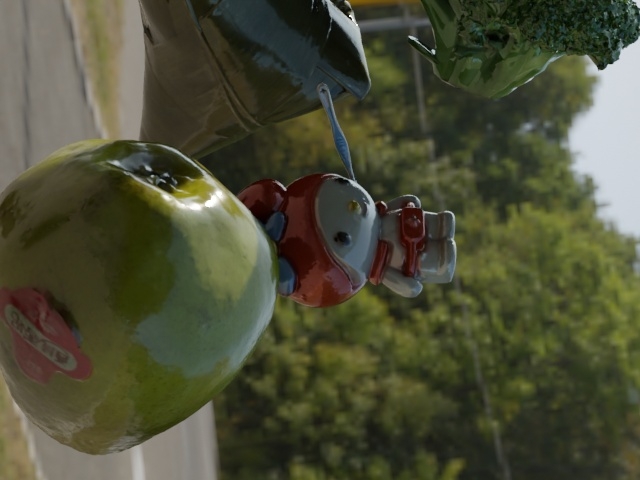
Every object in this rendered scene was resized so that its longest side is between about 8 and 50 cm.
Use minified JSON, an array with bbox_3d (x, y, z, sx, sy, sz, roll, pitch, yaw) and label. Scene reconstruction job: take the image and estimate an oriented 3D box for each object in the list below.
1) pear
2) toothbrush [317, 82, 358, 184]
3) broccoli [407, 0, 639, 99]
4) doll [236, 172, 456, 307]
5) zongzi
[{"bbox_3d":[-0.197,0.065,1.468,0.287,0.287,0.375,-101,-160,-47],"label":"pear"},{"bbox_3d":[0.022,-0.107,1.652,0.017,0.014,0.162,-108,179,-48],"label":"toothbrush"},{"bbox_3d":[0.224,-0.339,1.831,0.413,0.321,0.310,26,-36,31],"label":"broccoli"},{"bbox_3d":[0.000,0.000,1.649,0.130,0.290,0.161,98,-6,-55],"label":"doll"},{"bbox_3d":[-0.202,-0.268,1.843,0.447,0.418,0.181,43,29,-37],"label":"zongzi"}]
